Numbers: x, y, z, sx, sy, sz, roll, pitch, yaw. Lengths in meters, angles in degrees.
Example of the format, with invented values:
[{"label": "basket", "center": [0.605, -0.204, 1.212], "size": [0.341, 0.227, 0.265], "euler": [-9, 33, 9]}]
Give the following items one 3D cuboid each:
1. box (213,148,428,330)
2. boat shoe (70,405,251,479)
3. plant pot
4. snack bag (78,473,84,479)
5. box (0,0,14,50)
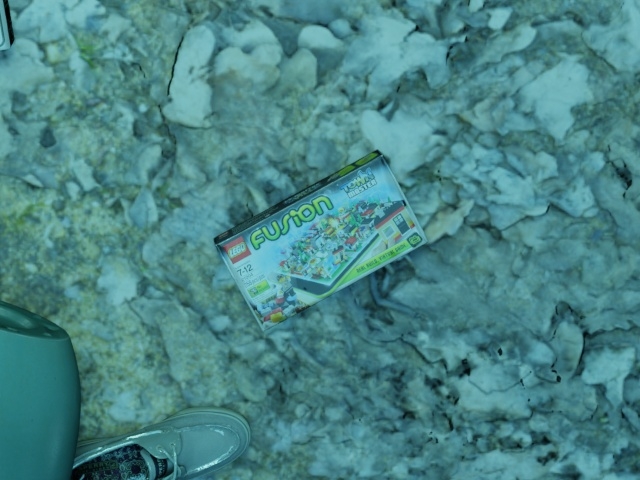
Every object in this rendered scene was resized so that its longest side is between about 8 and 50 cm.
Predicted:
[{"label": "box", "center": [0.000, 0.000, 1.780], "size": [0.207, 0.036, 0.114], "euler": [-29, 105, 0]}, {"label": "boat shoe", "center": [-0.185, 0.244, 1.789], "size": [0.228, 0.081, 0.079], "euler": [-13, 104, -4]}, {"label": "plant pot", "center": [-0.376, 0.177, 1.655], "size": [0.293, 0.293, 0.235], "euler": [18, 93, -11]}, {"label": "snack bag", "center": [-0.189, 0.445, 1.823], "size": [0.323, 0.037, 0.342], "euler": [20, 113, -11]}, {"label": "box", "center": [-0.411, -0.325, 1.625], "size": [0.169, 0.087, 0.289], "euler": [-7, 104, -6]}]
